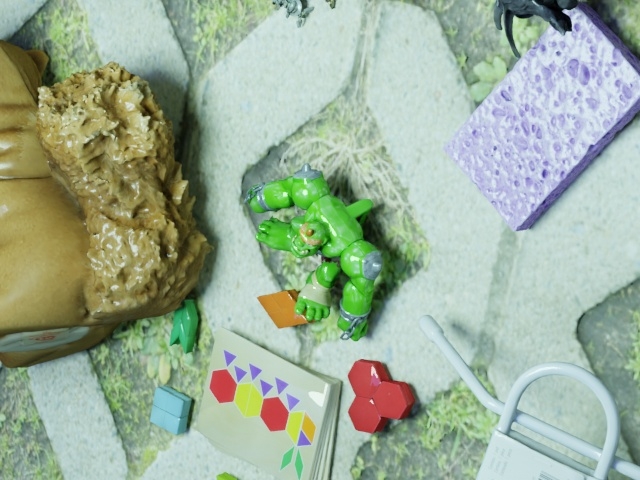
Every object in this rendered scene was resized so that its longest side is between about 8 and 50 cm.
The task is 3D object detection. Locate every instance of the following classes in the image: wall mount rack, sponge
[{"bbox_3d":[0.174,0.242,1.679,0.304,0.130,0.350,26,113,22],"label":"wall mount rack"},{"bbox_3d":[0.219,-0.117,1.654,0.117,0.031,0.210,53,124,19],"label":"sponge"}]

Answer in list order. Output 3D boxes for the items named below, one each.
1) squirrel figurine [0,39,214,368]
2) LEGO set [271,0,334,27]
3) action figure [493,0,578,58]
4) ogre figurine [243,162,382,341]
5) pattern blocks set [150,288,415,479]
[{"bbox_3d":[-0.316,-0.074,1.976,0.397,0.281,0.370,-17,76,25],"label":"squirrel figurine"},{"bbox_3d":[-0.023,-0.258,1.826,0.083,0.023,0.054,-25,81,38],"label":"LEGO set"},{"bbox_3d":[0.211,-0.301,1.554,0.275,0.141,0.164,-55,30,27],"label":"action figure"},{"bbox_3d":[0.000,0.000,1.810,0.118,0.097,0.197,-54,48,50],"label":"ogre figurine"},{"bbox_3d":[-0.055,0.191,1.920,0.325,0.026,0.285,34,116,29],"label":"pattern blocks set"}]
